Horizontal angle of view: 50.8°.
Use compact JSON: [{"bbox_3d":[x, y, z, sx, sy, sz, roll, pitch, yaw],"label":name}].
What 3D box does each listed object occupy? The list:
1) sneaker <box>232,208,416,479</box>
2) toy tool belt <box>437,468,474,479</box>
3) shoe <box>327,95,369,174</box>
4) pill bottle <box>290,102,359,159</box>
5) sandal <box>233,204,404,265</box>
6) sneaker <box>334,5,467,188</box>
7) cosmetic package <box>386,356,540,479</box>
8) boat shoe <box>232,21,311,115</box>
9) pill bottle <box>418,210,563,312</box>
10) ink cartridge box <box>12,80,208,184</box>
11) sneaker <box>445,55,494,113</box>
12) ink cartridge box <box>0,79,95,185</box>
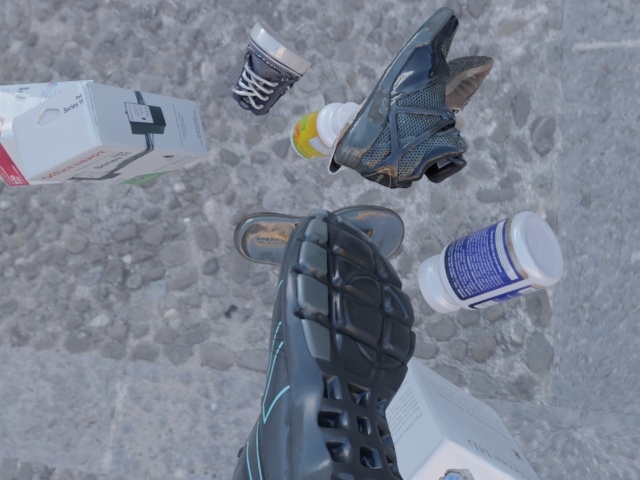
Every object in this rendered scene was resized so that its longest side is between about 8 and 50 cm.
[{"bbox_3d":[-0.009,0.099,0.378,0.106,0.101,0.267,-35,40,36],"label":"sneaker"},{"bbox_3d":[0.244,0.457,1.259,0.083,0.051,0.052,-32,89,40],"label":"toy tool belt"},{"bbox_3d":[0.078,-0.215,1.395,0.076,0.058,0.219,42,134,4],"label":"shoe"},{"bbox_3d":[0.027,-0.319,1.948,0.246,0.136,0.136,-9,67,59],"label":"pill bottle"},{"bbox_3d":[0.000,0.000,0.856,0.219,0.060,0.090,3,105,-8],"label":"sandal"},{"bbox_3d":[0.121,-0.152,0.768,0.130,0.087,0.227,31,72,-6],"label":"sneaker"},{"bbox_3d":[0.265,0.546,1.602,0.329,0.393,0.327,34,101,-15],"label":"cosmetic package"},{"bbox_3d":[-0.108,-0.319,1.328,0.127,0.340,0.158,39,100,-1],"label":"boat shoe"},{"bbox_3d":[0.337,0.054,1.367,0.265,0.153,0.153,-27,64,43],"label":"pill bottle"},{"bbox_3d":[-0.282,-0.139,0.923,0.153,0.208,0.086,-17,84,30],"label":"ink cartridge box"},{"bbox_3d":[0.227,-0.256,1.138,0.066,0.071,0.188,23,44,39],"label":"sneaker"},{"bbox_3d":[-0.460,-0.183,1.156,0.176,0.127,0.128,-3,56,3],"label":"ink cartridge box"}]
